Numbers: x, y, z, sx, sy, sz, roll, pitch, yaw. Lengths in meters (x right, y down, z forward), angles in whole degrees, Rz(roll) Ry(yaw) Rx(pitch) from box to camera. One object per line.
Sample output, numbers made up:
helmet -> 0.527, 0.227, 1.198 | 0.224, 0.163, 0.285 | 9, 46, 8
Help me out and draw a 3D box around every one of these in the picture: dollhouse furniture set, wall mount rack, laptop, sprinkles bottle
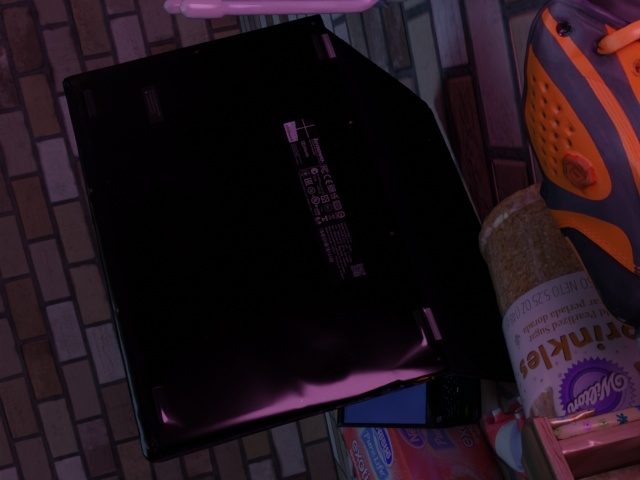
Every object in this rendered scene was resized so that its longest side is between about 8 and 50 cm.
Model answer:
dollhouse furniture set -> 0.139, 0.107, 0.403 | 0.161, 0.182, 0.101 | 83, 172, -52
wall mount rack -> 0.006, -0.282, 0.815 | 0.130, 0.304, 0.350 | 48, 180, -20
laptop -> 0.000, 0.000, 0.849 | 0.236, 0.408, 0.382 | 91, 162, -66
laptop -> 0.107, 0.122, 1.077 | 0.264, 0.136, 0.234 | 112, 160, -74
sprinkles bottle -> 0.202, 0.123, 0.574 | 0.121, 0.121, 0.355 | 89, 176, -51

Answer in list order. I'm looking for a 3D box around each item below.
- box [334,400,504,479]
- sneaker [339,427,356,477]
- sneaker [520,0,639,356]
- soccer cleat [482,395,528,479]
box -> 0.139, 0.303, 1.203 | 0.154, 0.142, 0.300 | 115, 146, -43
sneaker -> 0.102, 0.362, 1.487 | 0.210, 0.137, 0.366 | -88, -2, -50
sneaker -> 0.184, -0.072, 0.327 | 0.180, 0.124, 0.321 | 55, 146, 13
soccer cleat -> 0.235, 0.203, 0.846 | 0.095, 0.083, 0.248 | 59, 168, 9
